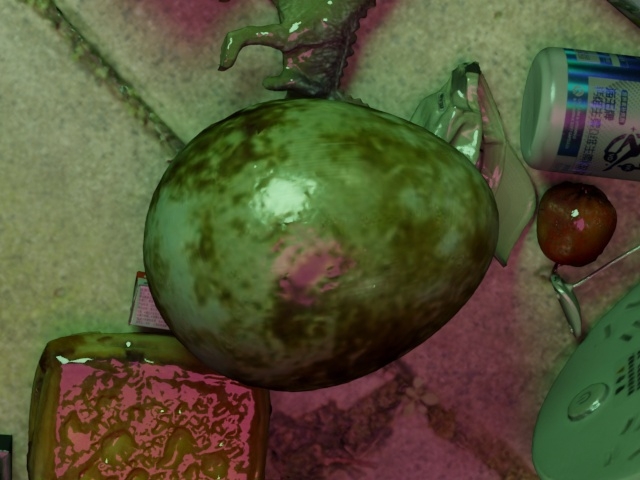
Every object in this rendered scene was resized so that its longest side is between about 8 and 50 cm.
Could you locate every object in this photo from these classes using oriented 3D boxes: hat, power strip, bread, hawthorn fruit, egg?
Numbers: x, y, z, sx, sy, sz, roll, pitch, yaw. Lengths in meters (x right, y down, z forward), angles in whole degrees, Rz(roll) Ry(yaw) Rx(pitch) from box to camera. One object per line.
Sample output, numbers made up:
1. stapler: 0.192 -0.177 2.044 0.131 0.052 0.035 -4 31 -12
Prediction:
1. hat: 0.130 -0.059 1.730 0.081 0.122 0.166 -9 129 44
2. power strip: 0.356 0.127 1.646 0.357 0.357 0.161 -40 105 7
3. bread: -0.154 0.195 1.763 0.211 0.099 0.235 4 101 -6
4. hawthorn fruit: 0.223 -0.013 1.742 0.077 0.077 0.077 -1 105 -3
5. egg: 0.000 0.000 1.618 0.289 0.238 0.238 -10 106 0

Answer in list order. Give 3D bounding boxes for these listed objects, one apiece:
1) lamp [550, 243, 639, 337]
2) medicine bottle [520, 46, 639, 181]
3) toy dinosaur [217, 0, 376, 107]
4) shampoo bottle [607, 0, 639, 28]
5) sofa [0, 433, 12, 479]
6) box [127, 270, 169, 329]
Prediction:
1. lamp: 0.296 0.012 1.763 0.198 0.050 0.056 -30 102 7
2. medicine bottle: 0.273 -0.103 1.699 0.192 0.107 0.107 6 105 -5
3. toy dinosaur: 0.014 -0.187 1.692 0.200 0.072 0.251 14 95 -15
4. shampoo bottle: 0.237 -0.247 1.678 0.214 0.072 0.072 38 100 -11
5. sofa: -0.347 0.217 1.774 0.147 0.060 0.085 3 105 -4
6. box: -0.058 0.065 1.752 0.218 0.055 0.039 8 103 -5
